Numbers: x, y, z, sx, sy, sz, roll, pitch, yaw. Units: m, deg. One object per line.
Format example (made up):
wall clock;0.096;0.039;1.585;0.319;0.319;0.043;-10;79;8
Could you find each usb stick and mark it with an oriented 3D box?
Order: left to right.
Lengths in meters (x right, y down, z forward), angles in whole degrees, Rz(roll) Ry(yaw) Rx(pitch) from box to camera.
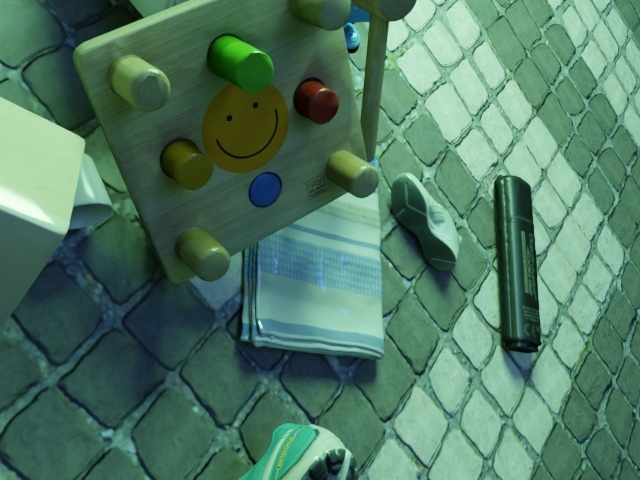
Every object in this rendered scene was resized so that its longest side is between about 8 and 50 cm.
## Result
usb stick;0.303;0.032;1.099;0.077;0.045;0.278;18;65;-41

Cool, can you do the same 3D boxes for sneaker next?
sneaker;-0.069;0.300;0.679;0.275;0.110;0.107;-53;126;-16
sneaker;0.148;-0.033;0.995;0.152;0.053;0.061;57;41;-17

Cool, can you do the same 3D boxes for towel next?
towel;0.000;0.000;0.873;0.209;0.034;0.285;15;67;-36

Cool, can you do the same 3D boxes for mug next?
mug;-0.242;-0.051;0.678;0.078;0.062;0.064;-4;71;-46

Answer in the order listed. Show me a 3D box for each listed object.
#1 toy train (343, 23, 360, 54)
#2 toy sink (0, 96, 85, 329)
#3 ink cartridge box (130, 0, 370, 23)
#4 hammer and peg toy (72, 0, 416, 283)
toy train;-0.030;-0.276;0.909;0.184;0.080;0.105;-9;73;-38
toy sink;-0.307;0.000;0.544;0.153;0.234;0.131;26;32;-29
ink cartridge box;-0.082;-0.349;0.791;0.307;0.129;0.223;-18;58;-39
hammer and peg toy;-0.028;-0.131;0.713;0.361;0.127;0.266;-29;129;-21
